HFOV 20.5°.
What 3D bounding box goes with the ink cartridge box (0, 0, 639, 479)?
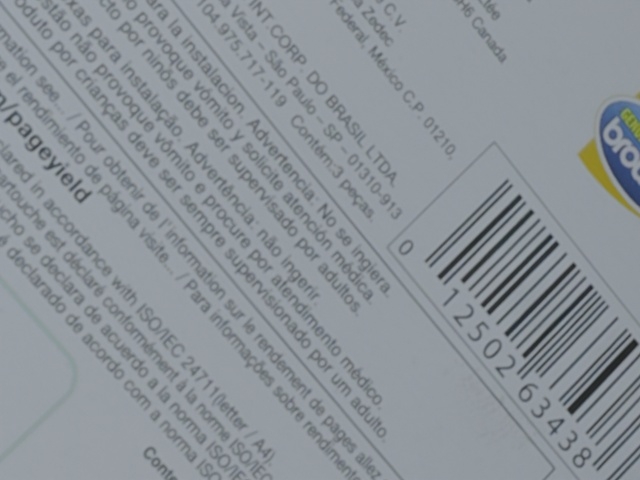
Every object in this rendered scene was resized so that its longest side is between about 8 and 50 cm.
[{"bbox_3d":[-0.004,-0.027,0.502,0.395,0.270,0.151,-43,16,-14],"label":"ink cartridge box"}]
